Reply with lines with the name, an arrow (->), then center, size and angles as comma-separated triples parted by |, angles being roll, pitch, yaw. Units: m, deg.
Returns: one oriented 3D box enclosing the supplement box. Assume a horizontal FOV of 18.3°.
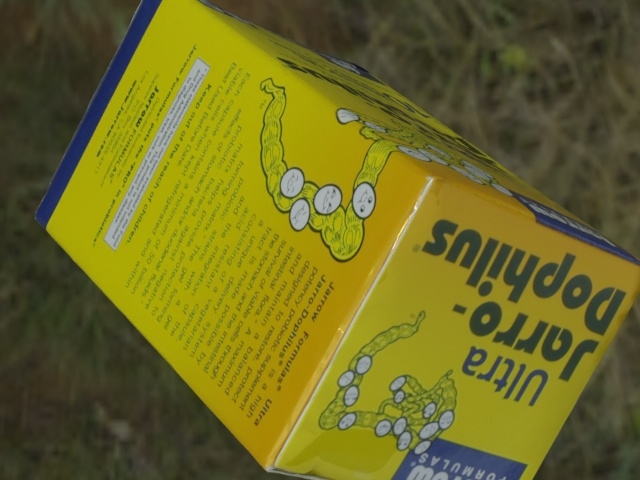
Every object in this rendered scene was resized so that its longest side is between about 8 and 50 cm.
supplement box -> 0.000, 0.000, 1.278 | 0.194, 0.356, 0.195 | 20, 103, -38
